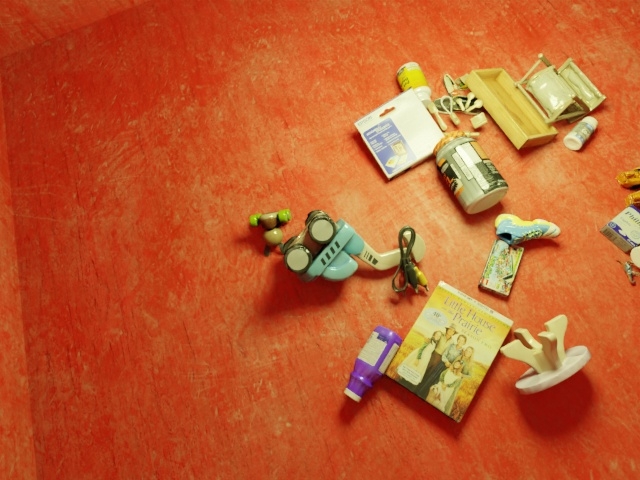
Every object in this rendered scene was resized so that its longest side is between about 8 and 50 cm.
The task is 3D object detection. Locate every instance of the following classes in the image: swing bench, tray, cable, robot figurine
[{"bbox_3d":[1.028,-0.646,1.915,0.255,0.165,0.253,-9,62,-31],"label":"swing bench"},{"bbox_3d":[0.827,-0.582,1.941,0.203,0.076,0.411,-15,65,-27],"label":"tray"},{"bbox_3d":[0.326,0.086,1.720,0.139,0.072,0.287,-13,100,8],"label":"cable"},{"bbox_3d":[1.349,-0.215,1.753,0.291,0.085,0.211,-7,69,6],"label":"robot figurine"}]

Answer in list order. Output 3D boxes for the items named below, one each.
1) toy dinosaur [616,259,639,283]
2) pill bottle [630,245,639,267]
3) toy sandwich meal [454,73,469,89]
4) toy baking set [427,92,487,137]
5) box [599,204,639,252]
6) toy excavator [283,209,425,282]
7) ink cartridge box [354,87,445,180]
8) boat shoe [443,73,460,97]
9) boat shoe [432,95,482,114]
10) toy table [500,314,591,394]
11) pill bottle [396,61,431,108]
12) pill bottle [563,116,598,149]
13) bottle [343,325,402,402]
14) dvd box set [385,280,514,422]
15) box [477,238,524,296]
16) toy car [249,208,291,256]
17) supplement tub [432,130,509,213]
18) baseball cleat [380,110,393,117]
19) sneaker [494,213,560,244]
[{"bbox_3d":[1.168,0.122,1.683,0.090,0.047,0.082,9,81,51],"label":"toy dinosaur"},{"bbox_3d":[1.256,0.041,1.642,0.180,0.108,0.108,-15,67,-6],"label":"pill bottle"},{"bbox_3d":[0.672,-0.743,2.088,0.085,0.029,0.085,-3,68,7],"label":"toy sandwich meal"},{"bbox_3d":[0.609,-0.552,1.983,0.256,0.030,0.197,1,92,22],"label":"toy baking set"},{"bbox_3d":[1.189,-0.046,1.717,0.137,0.072,0.126,-37,69,-8],"label":"box"},{"bbox_3d":[0.129,0.044,1.767,0.445,0.222,0.433,39,94,-12],"label":"toy excavator"},{"bbox_3d":[0.354,-0.467,1.968,0.303,0.072,0.307,-30,76,4],"label":"ink cartridge box"},{"bbox_3d":[0.613,-0.716,2.079,0.049,0.043,0.137,-21,68,-2],"label":"boat shoe"},{"bbox_3d":[0.623,-0.626,2.028,0.228,0.068,0.081,7,70,11],"label":"boat shoe"},{"bbox_3d":[0.765,0.386,1.529,0.274,0.252,0.161,-27,83,-15],"label":"toy table"},{"bbox_3d":[0.437,-0.708,2.060,0.117,0.117,0.215,-17,67,1],"label":"pill bottle"},{"bbox_3d":[1.106,-0.455,1.887,0.078,0.078,0.137,40,79,20],"label":"pill bottle"},{"bbox_3d":[0.187,0.456,1.640,0.283,0.092,0.118,-56,29,-14],"label":"bottle"},{"bbox_3d":[0.475,0.401,1.648,0.307,0.062,0.420,31,76,18],"label":"dvd box set"},{"bbox_3d":[0.707,0.106,1.745,0.114,0.036,0.207,21,73,16],"label":"box"},{"bbox_3d":[-0.202,-0.028,1.902,0.155,0.149,0.188,-8,96,9],"label":"toy car"},{"bbox_3d":[0.606,-0.283,1.828,0.193,0.193,0.316,-24,67,-2],"label":"supplement tub"},{"bbox_3d":[0.293,-0.523,2.034,0.206,0.072,0.109,-26,74,2],"label":"baseball cleat"},{"bbox_3d":[0.803,-0.022,1.744,0.240,0.091,0.126,13,54,23],"label":"sneaker"}]
